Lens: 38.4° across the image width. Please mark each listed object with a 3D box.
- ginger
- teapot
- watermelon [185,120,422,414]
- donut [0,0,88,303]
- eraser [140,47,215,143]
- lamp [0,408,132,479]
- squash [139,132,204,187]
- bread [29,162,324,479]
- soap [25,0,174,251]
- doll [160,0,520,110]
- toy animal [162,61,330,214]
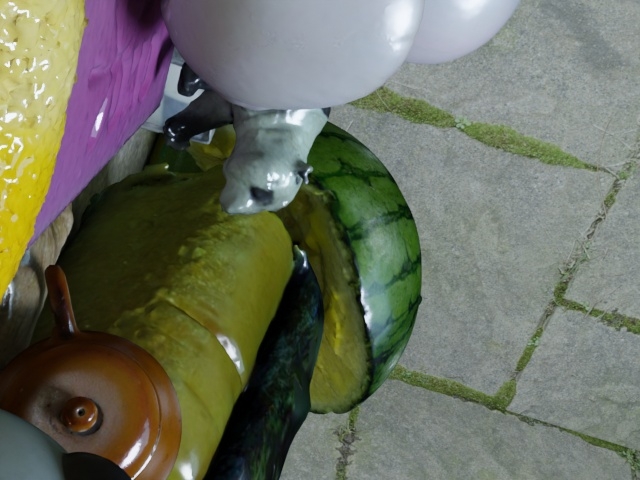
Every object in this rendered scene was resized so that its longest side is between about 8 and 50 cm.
[{"bbox_3d":[-0.200,0.032,0.552,0.213,0.074,0.137,-69,-168,-16],"label":"ginger"},{"bbox_3d":[-0.130,0.095,0.496,0.116,0.116,0.173,107,-30,-72],"label":"teapot"},{"bbox_3d":[0.000,0.000,0.966,0.189,0.331,0.330,-34,157,-32],"label":"watermelon"},{"bbox_3d":[-0.159,-0.041,0.260,0.303,0.110,0.302,18,90,-89],"label":"donut"},{"bbox_3d":[-0.090,-0.281,0.930,0.098,0.096,0.403,105,1,-54],"label":"eraser"},{"bbox_3d":[-0.185,0.175,0.354,0.197,0.198,0.243,107,8,-54],"label":"lamp"},{"bbox_3d":[-0.155,-0.095,1.066,0.095,0.095,0.187,107,-3,-79],"label":"squash"},{"bbox_3d":[-0.140,0.100,0.736,0.376,0.251,0.208,-72,147,-51],"label":"bread"},{"bbox_3d":[-0.146,-0.125,0.531,0.259,0.081,0.181,-73,180,-65],"label":"soap"},{"bbox_3d":[0.027,-0.165,0.526,0.251,0.221,0.221,-91,-165,-52],"label":"doll"},{"bbox_3d":[-0.046,-0.126,0.670,0.094,0.121,0.225,132,-34,-60],"label":"toy animal"}]
